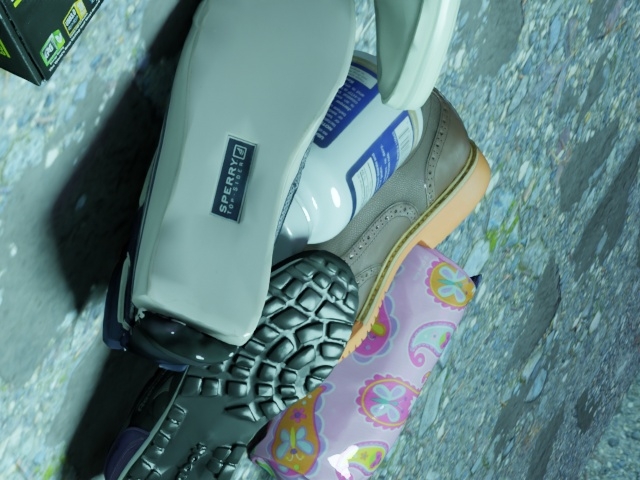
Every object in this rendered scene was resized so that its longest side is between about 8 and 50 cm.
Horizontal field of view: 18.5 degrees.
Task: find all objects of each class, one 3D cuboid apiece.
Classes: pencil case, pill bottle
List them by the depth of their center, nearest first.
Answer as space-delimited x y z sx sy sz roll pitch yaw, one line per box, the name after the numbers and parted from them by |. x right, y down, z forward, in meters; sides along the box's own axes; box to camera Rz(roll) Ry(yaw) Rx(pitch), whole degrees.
-0.007 -0.063 1.612 0.187 0.112 0.112 -47 154 -37 | pill bottle
0.045 0.128 1.958 0.284 0.124 0.124 -60 159 -14 | pencil case

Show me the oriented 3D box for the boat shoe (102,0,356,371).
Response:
-0.080 -0.061 1.470 0.158 0.127 0.341 -32 -144 64 | boat shoe

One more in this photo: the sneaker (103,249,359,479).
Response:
-0.087 0.106 1.585 0.107 0.124 0.283 35 101 -27 | sneaker

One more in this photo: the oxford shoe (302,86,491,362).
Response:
0.000 0.000 1.745 0.364 0.130 0.133 -49 127 -26 | oxford shoe

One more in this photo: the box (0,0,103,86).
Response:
-0.155 -0.215 1.169 0.191 0.045 0.184 -58 161 -18 | box

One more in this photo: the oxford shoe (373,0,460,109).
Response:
0.055 -0.305 1.417 0.169 0.130 0.449 -96 -172 -57 | oxford shoe
